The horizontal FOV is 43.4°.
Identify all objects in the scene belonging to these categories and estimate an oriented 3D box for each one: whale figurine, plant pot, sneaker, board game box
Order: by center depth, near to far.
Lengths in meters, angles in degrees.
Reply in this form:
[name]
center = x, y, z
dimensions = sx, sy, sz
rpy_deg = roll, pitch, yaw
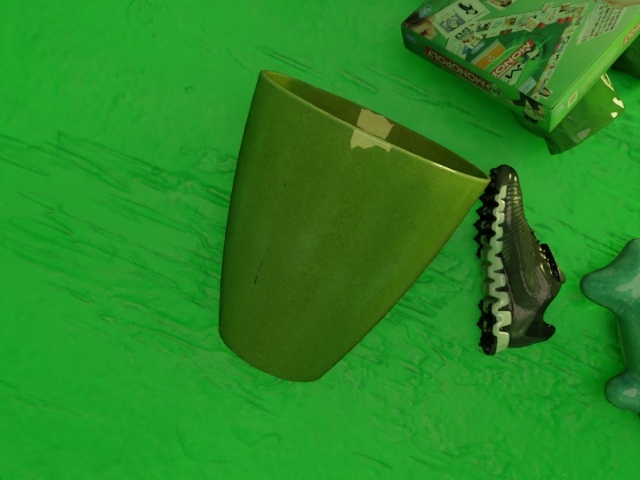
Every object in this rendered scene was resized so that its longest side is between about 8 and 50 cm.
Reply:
[plant pot]
center = 0.000, 0.000, 0.910
dimensions = 0.274, 0.275, 0.294
rpy_deg = 25, 104, -2
[board game box]
center = 0.276, -0.295, 0.932
dimensions = 0.213, 0.046, 0.317
rpy_deg = 38, 77, 26
[whale figurine]
center = 0.435, 0.128, 0.963
dimensions = 0.216, 0.141, 0.272
rpy_deg = -36, 90, -1
[sneaker]
center = 0.248, 0.023, 0.993
dimensions = 0.106, 0.078, 0.235
rpy_deg = -2, 94, -5

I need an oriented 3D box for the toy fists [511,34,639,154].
[toy fists]
center = 0.346, -0.232, 0.987
dimensions = 0.279, 0.096, 0.142
rpy_deg = -33, 98, -3
